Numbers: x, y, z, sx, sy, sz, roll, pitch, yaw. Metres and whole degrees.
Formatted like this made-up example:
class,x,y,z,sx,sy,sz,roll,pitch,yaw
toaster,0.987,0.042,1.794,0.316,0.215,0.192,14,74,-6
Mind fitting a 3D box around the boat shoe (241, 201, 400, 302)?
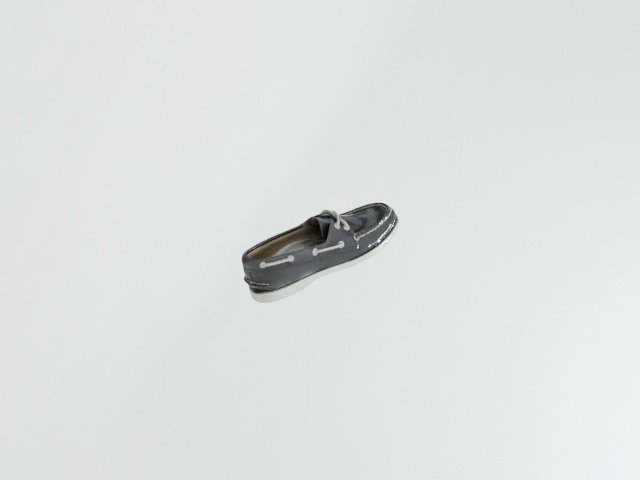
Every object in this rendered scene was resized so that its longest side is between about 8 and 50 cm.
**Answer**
class,x,y,z,sx,sy,sz,roll,pitch,yaw
boat shoe,0.000,0.000,1.038,0.125,0.046,0.038,-26,122,-15
